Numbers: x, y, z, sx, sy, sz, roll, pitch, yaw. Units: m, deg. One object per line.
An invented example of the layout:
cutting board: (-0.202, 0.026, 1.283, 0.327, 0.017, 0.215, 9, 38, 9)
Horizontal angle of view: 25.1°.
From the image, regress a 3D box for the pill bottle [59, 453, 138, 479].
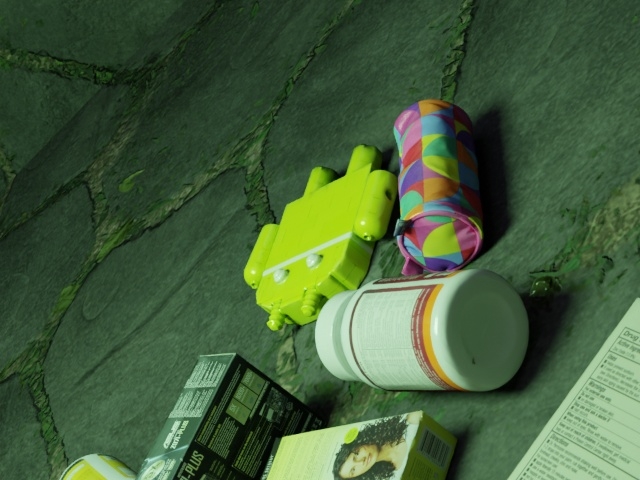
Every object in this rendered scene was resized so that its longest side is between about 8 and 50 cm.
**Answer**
pill bottle: (-0.247, 0.328, 1.738, 0.103, 0.103, 0.184, -56, 26, -10)

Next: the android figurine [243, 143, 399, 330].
android figurine: (0.000, 0.000, 1.830, 0.248, 0.056, 0.273, -23, 36, 43)

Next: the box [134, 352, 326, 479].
box: (-0.100, 0.238, 1.575, 0.077, 0.147, 0.180, -10, 48, 52)

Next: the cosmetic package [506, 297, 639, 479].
cosmetic package: (0.238, 0.210, 1.102, 0.296, 0.129, 0.153, -53, 25, -4)

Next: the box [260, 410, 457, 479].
box: (0.031, 0.237, 1.472, 0.232, 0.058, 0.087, -21, 39, 46)

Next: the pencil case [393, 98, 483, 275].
pencil case: (0.131, -0.063, 1.658, 0.104, 0.104, 0.236, -35, 29, 29)

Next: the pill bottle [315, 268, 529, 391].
pill bottle: (0.098, 0.095, 1.475, 0.221, 0.121, 0.121, -8, 49, 55)
